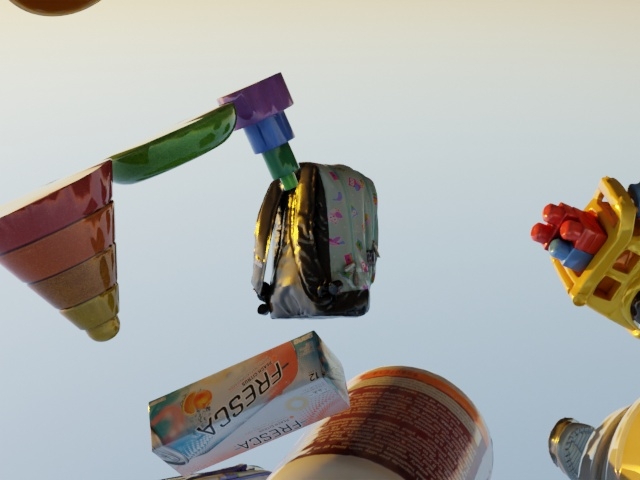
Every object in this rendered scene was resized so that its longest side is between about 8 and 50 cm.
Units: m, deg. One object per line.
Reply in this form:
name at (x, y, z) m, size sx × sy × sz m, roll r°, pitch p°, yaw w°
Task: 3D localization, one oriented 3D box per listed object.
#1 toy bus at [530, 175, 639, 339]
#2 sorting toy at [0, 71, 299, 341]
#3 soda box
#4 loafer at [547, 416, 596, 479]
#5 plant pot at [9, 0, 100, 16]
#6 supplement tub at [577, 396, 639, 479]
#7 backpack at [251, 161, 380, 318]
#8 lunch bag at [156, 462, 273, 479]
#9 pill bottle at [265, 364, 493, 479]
toy bus at (0.386, -0.010, 1.445) m, size 0.211 × 0.220 × 0.149 m, roll 23°, pitch -154°, yaw -17°
sorting toy at (-0.120, -0.029, 0.941) m, size 0.127 × 0.126 × 0.365 m, roll -16°, pitch -167°, yaw 38°
soda box at (-0.068, 0.154, 1.065) m, size 0.183 × 0.063 × 0.058 m, roll -25°, pitch -134°, yaw 12°
loafer at (0.416, 0.349, 1.901) m, size 0.087 × 0.094 × 0.251 m, roll 25°, pitch 169°, yaw 32°
plant pot at (-0.364, -0.424, 1.461) m, size 0.205 × 0.205 × 0.188 m, roll -12°, pitch -134°, yaw -38°
supplement tub at (0.425, 0.237, 1.083) m, size 0.241 × 0.241 × 0.331 m, roll -7°, pitch 169°, yaw -25°
backpack at (0.000, 0.000, 1.321) m, size 0.115 × 0.182 × 0.152 m, roll 6°, pitch 171°, yaw -43°
lunch bag at (-0.154, 0.419, 1.650) m, size 0.218 × 0.176 × 0.090 m, roll -6°, pitch -179°, yaw -26°
pill bottle at (0.049, 0.303, 1.244) m, size 0.224 × 0.224 × 0.392 m, roll 5°, pitch -164°, yaw 17°
